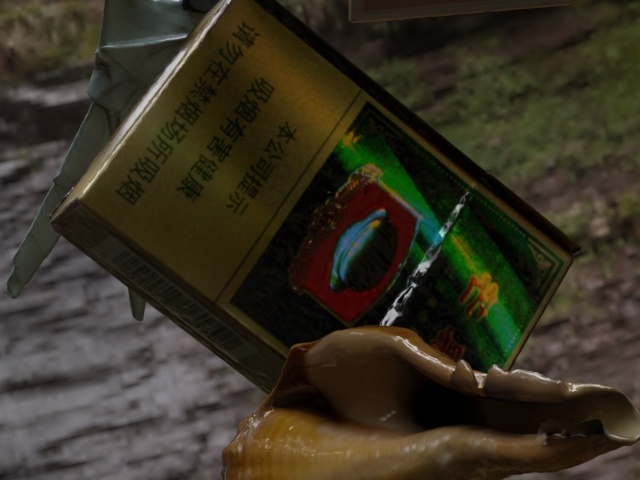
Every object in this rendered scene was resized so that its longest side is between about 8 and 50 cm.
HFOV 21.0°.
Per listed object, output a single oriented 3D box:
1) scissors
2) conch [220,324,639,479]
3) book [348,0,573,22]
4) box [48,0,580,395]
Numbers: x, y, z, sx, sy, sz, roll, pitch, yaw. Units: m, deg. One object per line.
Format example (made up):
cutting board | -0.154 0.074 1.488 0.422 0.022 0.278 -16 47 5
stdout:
scissors | -0.124 -0.120 1.156 0.256 0.383 0.029 17 21 -9
conch | 0.041 0.096 0.775 0.093 0.109 0.330 23 -24 -30
book | 0.144 -0.310 1.729 0.241 0.170 0.018 -7 22 -14
box | 0.000 0.000 0.905 0.240 0.159 0.071 38 -27 -11
